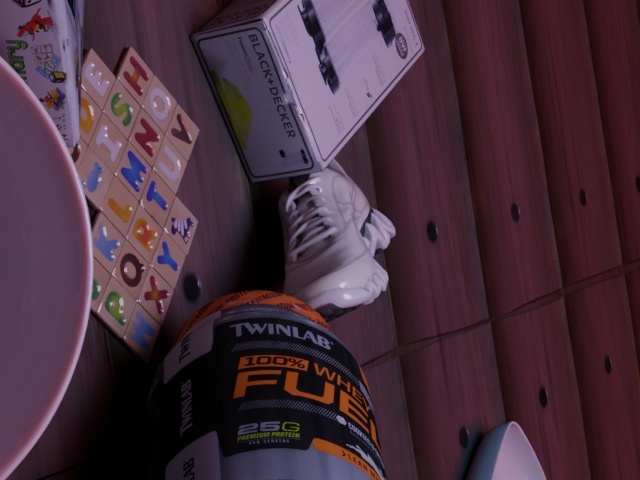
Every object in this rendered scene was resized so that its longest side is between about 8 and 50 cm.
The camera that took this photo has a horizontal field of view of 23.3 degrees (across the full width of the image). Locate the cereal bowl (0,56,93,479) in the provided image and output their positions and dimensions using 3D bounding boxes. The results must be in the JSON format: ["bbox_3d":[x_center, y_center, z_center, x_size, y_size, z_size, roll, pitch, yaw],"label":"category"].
[{"bbox_3d":[-0.313,0.020,0.915,0.339,0.141,0.339,0,89,-25],"label":"cereal bowl"}]

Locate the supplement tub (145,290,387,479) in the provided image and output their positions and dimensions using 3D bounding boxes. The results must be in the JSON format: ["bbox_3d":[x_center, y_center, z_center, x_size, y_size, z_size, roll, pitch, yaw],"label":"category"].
[{"bbox_3d":[-0.045,0.187,1.251,0.316,0.194,0.193,-102,165,-58],"label":"supplement tub"}]

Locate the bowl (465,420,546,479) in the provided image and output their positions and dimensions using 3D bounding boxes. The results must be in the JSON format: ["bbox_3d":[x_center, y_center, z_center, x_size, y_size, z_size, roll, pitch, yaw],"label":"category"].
[{"bbox_3d":[0.219,0.306,1.875,0.142,0.053,0.142,60,38,-31],"label":"bowl"}]

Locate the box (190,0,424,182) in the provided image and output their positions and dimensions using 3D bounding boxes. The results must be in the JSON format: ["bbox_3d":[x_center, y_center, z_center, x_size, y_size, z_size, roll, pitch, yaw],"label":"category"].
[{"bbox_3d":[-0.005,-0.201,1.586,0.290,0.087,0.169,-53,128,-50],"label":"box"}]

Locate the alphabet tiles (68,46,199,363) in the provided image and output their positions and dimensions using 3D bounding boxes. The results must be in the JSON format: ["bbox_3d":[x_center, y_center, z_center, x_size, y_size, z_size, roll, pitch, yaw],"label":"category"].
[{"bbox_3d":[-0.171,-0.044,1.354,0.198,0.009,0.237,51,43,-40],"label":"alphabet tiles"}]

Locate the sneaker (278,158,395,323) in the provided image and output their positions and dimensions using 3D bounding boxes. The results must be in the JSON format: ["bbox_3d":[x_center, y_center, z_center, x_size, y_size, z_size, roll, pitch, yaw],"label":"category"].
[{"bbox_3d":[0.000,0.000,1.498,0.118,0.110,0.292,62,11,-14],"label":"sneaker"}]

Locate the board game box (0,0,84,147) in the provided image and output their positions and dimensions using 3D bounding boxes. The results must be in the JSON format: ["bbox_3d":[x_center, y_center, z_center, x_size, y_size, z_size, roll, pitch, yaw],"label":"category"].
[{"bbox_3d":[-0.204,-0.243,1.135,0.193,0.053,0.305,93,-7,-50],"label":"board game box"}]
